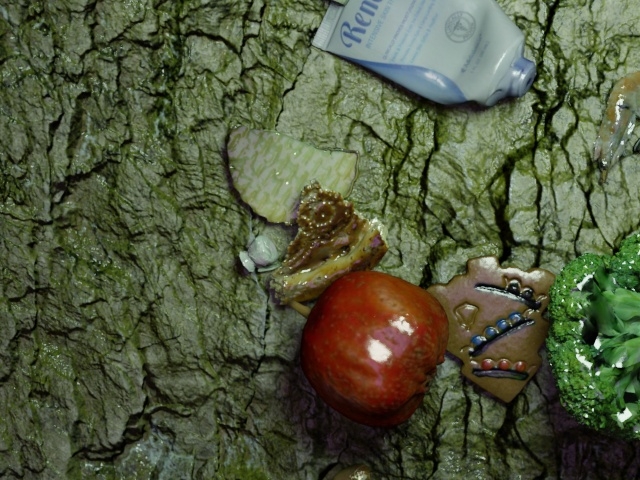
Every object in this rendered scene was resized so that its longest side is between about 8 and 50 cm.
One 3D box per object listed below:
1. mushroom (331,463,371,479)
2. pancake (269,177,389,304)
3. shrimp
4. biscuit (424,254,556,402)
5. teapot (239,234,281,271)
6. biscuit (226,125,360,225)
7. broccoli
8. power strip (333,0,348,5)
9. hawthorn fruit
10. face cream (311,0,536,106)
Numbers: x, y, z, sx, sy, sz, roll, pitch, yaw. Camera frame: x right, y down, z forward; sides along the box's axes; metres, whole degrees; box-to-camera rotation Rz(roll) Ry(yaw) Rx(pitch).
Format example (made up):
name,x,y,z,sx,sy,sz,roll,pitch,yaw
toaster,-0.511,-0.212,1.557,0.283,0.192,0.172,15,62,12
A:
name,x,y,z,sx,sy,sz,roll,pitch,yaw
mushroom,0.108,0.557,1.779,0.084,0.071,0.209,-36,95,-21
pancake,0.000,0.000,1.696,0.266,0.057,0.244,-20,116,2
shrimp,0.589,-0.209,1.627,0.126,0.047,0.223,16,98,-5
biscuit,0.352,0.176,1.706,0.278,0.043,0.301,-14,95,10
teapot,-0.122,0.034,1.749,0.064,0.064,0.083,-32,122,18
biscuit,-0.066,-0.123,1.729,0.273,0.036,0.187,16,99,5
broccoli,0.567,0.179,1.548,0.310,0.321,0.413,24,59,37
power strip,-0.013,-0.522,1.659,0.227,0.029,0.080,26,100,12
hawthorn fruit,0.074,0.190,1.648,0.330,0.287,0.287,27,100,19
face cream,0.211,-0.390,1.635,0.420,0.137,0.235,30,102,15
